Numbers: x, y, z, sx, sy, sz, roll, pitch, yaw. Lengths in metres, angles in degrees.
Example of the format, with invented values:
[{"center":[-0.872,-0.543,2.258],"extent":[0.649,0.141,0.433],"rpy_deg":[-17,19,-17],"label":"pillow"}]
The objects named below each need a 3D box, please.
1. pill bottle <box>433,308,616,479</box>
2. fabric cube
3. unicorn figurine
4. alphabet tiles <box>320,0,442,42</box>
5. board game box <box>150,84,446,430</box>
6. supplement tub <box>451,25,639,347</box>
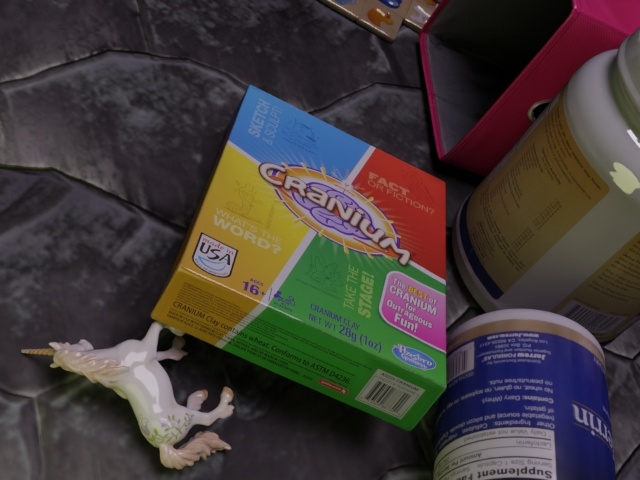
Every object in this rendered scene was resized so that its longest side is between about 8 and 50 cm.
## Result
[{"center":[0.171,0.202,0.779],"extent":[0.153,0.153,0.265],"rpy_deg":[22,47,-14],"label":"pill bottle"},{"center":[0.302,-0.217,1.123],"extent":[0.258,0.254,0.259],"rpy_deg":[18,46,-23],"label":"fabric cube"},{"center":[-0.140,0.111,0.735],"extent":[0.162,0.060,0.111],"rpy_deg":[48,42,15],"label":"unicorn figurine"},{"center":[0.036,-0.409,1.298],"extent":[0.342,0.011,0.285],"rpy_deg":[29,45,-7],"label":"alphabet tiles"},{"center":[0.000,0.000,0.865],"extent":[0.242,0.064,0.317],"rpy_deg":[25,35,-11],"label":"board game box"},{"center":[0.304,-0.049,0.945],"extent":[0.228,0.316,0.228],"rpy_deg":[16,48,-19],"label":"supplement tub"}]
